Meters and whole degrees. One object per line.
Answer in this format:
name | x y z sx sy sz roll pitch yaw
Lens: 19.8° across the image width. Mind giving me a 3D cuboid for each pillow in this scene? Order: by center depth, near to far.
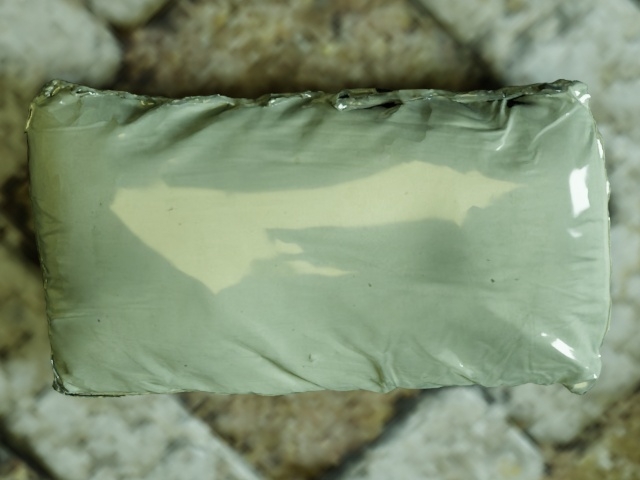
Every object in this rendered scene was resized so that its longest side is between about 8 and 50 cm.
pillow | 0.000 0.000 0.715 0.229 0.051 0.128 0 104 1
